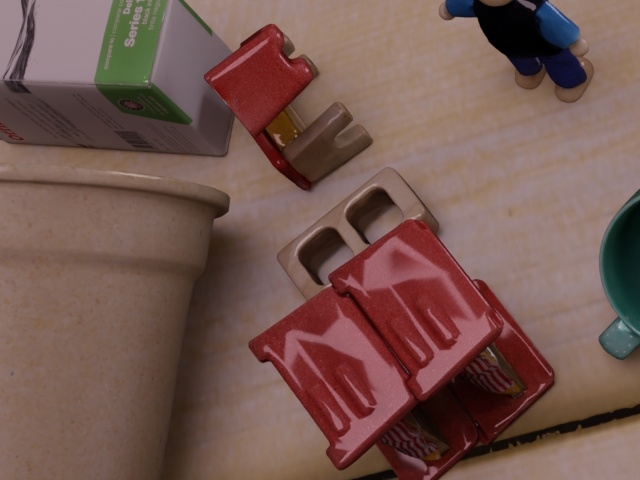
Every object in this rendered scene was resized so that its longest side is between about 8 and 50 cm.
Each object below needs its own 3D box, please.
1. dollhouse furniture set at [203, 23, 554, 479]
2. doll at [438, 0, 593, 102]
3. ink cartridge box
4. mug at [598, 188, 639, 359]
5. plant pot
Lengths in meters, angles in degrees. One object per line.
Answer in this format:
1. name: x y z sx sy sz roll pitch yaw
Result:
1. dollhouse furniture set: 0.000 0.000 1.383 0.152 0.201 0.374 -39 65 5
2. doll: 0.150 -0.163 1.385 0.129 0.189 0.046 21 81 25
3. ink cartridge box: -0.199 -0.143 1.527 0.219 0.160 0.092 5 74 22
4. mug: 0.269 0.009 1.326 0.158 0.097 0.129 -13 104 33
5. plant pot: -0.239 0.113 1.399 0.334 0.334 0.305 -1 84 20
